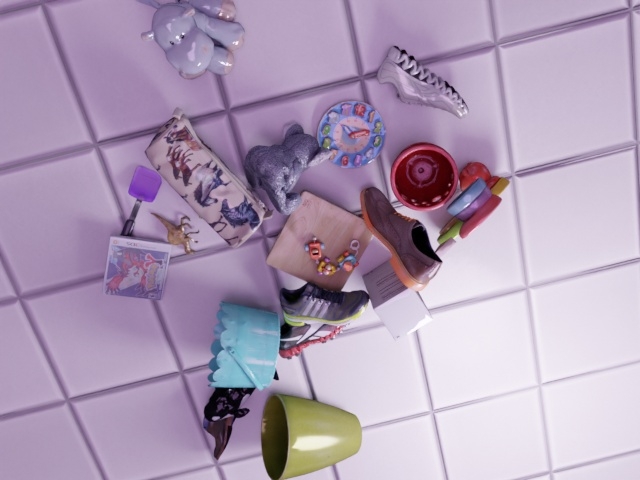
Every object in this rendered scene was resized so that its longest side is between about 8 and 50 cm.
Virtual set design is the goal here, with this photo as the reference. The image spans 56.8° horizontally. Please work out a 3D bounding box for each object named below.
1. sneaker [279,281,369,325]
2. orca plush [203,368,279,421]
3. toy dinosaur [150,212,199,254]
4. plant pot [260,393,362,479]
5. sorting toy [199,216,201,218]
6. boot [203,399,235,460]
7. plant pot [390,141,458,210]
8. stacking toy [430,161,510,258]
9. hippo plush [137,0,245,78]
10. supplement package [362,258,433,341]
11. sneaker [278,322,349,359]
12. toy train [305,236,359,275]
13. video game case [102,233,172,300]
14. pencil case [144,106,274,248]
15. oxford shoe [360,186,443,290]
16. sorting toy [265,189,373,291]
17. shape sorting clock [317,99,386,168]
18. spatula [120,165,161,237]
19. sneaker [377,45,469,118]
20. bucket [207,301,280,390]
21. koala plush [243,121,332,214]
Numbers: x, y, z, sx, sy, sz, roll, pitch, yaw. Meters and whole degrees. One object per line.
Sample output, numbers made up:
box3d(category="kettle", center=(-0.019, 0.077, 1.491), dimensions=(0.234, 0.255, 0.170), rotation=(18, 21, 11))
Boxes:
box3d(category="sneaker", center=(0.003, 0.188, 1.803), dimensions=(0.300, 0.111, 0.121), rotation=(-10, 129, 22))
box3d(category="orca plush", center=(-0.272, 0.506, 1.955), dimensions=(0.288, 0.102, 0.151), rotation=(-22, 77, 4))
box3d(category="toy dinosaur", center=(-0.435, -0.029, 1.809), dimensions=(0.093, 0.053, 0.183), rotation=(-36, 108, 10))
box3d(category="plant pot", center=(-0.019, 0.655, 1.994), dimensions=(0.294, 0.275, 0.274), rotation=(5, 110, -23))
box3d(category="sorting toy", center=(-0.357, -0.107, 1.808), dimensions=(0.062, 0.012, 0.083), rotation=(-9, 110, -2))
box3d(category="boot", center=(-0.361, 0.652, 2.055), dimensions=(0.106, 0.082, 0.219), rotation=(19, 102, 4))
box3d(category="plant pot", center=(0.300, -0.192, 1.730), dimensions=(0.191, 0.174, 0.190), rotation=(2, 104, 7))
box3d(category="stacking toy", center=(0.403, -0.098, 1.745), dimensions=(0.130, 0.309, 0.279), rotation=(45, 117, 2))
box3d(category="hippo plush", center=(-0.328, -0.555, 1.532), dimensions=(0.235, 0.236, 0.294), rotation=(-28, 109, 6))
box3d(category="supplement package", center=(0.234, 0.175, 1.830), dimensions=(0.134, 0.244, 0.139), rotation=(-32, 109, 7))
box3d(category="sneaker", center=(-0.035, 0.275, 1.923), dimensions=(0.276, 0.097, 0.135), rotation=(-27, 111, 7))
box3d(category="toy train", center=(0.038, 0.050, 1.781), dimensions=(0.167, 0.046, 0.125), rotation=(-2, 110, -4))
box3d(category="video game case", center=(-0.570, 0.087, 1.836), dimensions=(0.184, 0.023, 0.201), rotation=(9, 112, -17))
box3d(category="pencil case", center=(-0.323, -0.176, 1.705), dimensions=(0.184, 0.160, 0.410), rotation=(-36, 108, 18))
box3d(category="oxford shoe", center=(0.239, -0.035, 1.724), dimensions=(0.130, 0.363, 0.132), rotation=(-3, 143, -43))
box3d(category="sorting toy", center=(0.000, 0.000, 1.832), dimensions=(0.256, 0.089, 0.257), rotation=(26, 105, -13))
box3d(category="shape sorting clock", center=(0.093, -0.311, 1.754), dimensions=(0.207, 0.040, 0.206), rotation=(-1, 109, -4))
box3d(category="spatula", center=(-0.565, -0.078, 1.793), dimensions=(0.084, 0.030, 0.296), rotation=(21, 107, -17))
box3d(category="sneaker", center=(0.295, -0.431, 1.701), dimensions=(0.292, 0.110, 0.118), rotation=(34, 112, -6))
box3d(category="bucket", center=(-0.240, 0.332, 1.844), dimensions=(0.183, 0.281, 0.280), rotation=(10, 109, -13))
box3d(category="koala plush", center=(-0.088, -0.229, 1.691), dimensions=(0.221, 0.203, 0.196), rotation=(-39, 65, -16))
